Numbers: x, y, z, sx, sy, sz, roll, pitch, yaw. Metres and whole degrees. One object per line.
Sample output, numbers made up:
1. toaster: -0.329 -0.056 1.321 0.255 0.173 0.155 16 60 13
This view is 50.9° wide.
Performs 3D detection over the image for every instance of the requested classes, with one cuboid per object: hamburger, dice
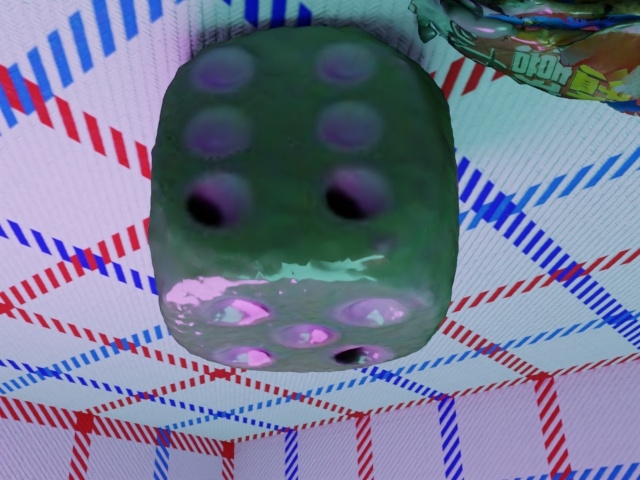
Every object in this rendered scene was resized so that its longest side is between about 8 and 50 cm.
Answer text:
1. hamburger: 0.224 -0.225 0.628 0.276 0.150 0.260 18 -171 -13
2. dice: -0.017 -0.036 0.798 0.318 0.322 0.330 0 150 -2
